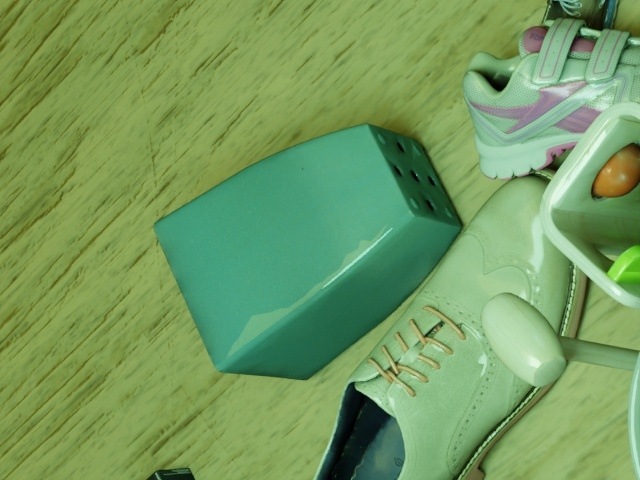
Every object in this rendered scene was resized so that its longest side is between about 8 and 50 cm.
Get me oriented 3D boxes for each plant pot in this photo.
[{"bbox_3d":[0.000,0.000,1.745,0.234,0.166,0.165,-35,67,24],"label":"plant pot"}]

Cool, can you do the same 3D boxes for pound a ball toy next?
[{"bbox_3d":[0.258,-0.002,1.442,0.136,0.319,0.208,48,115,30],"label":"pound a ball toy"}]

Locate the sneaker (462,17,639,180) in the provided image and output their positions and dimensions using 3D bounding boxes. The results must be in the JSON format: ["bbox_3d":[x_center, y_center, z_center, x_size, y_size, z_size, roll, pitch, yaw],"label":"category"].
[{"bbox_3d":[0.224,-0.138,1.584,0.252,0.103,0.111,-19,116,31],"label":"sneaker"}]

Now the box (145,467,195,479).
[{"bbox_3d":[-0.154,0.288,1.911,0.062,0.052,0.083,-44,62,28],"label":"box"}]

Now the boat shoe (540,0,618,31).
[{"bbox_3d":[0.230,-0.229,1.636,0.066,0.066,0.183,32,107,34],"label":"boat shoe"}]

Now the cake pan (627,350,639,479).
[{"bbox_3d":[0.374,0.135,1.363,0.293,0.054,0.293,0,85,5],"label":"cake pan"}]

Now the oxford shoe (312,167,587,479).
[{"bbox_3d":[0.114,0.115,1.654,0.140,0.146,0.397,33,106,37],"label":"oxford shoe"}]
